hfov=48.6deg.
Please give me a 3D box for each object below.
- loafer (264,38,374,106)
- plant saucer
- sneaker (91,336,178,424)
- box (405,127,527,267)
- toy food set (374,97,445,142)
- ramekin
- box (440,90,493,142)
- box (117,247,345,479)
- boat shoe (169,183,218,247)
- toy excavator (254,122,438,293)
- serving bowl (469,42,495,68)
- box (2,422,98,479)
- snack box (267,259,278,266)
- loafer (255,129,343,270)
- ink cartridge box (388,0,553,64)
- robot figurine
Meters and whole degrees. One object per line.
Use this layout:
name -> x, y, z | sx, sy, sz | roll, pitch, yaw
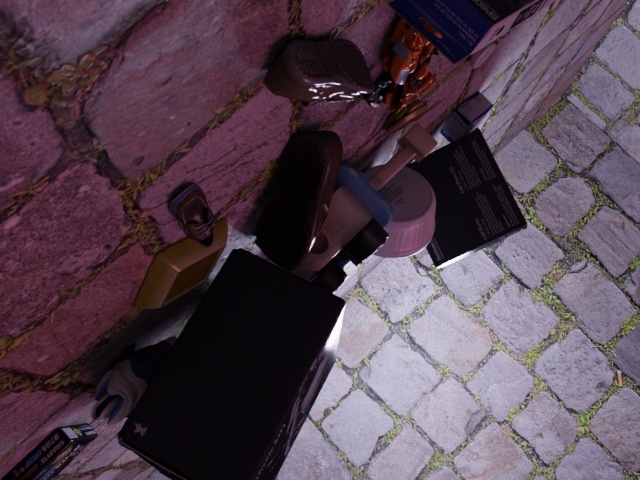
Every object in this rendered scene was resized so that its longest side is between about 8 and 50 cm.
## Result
loafer -> -0.001, -0.264, 1.123 | 0.087, 0.095, 0.251 | -22, 173, 34
plant saucer -> -0.268, 0.057, 1.415 | 0.188, 0.045, 0.188 | -33, 164, -45
sneaker -> -0.454, 0.362, 1.692 | 0.236, 0.130, 0.323 | -28, 163, -38
box -> 0.447, -0.129, 2.278 | 0.312, 0.344, 0.179 | -26, 172, 14
toy food set -> 0.214, -0.313, 1.768 | 0.192, 0.039, 0.132 | -32, 180, -40
ramekin -> 0.197, -0.093, 1.967 | 0.272, 0.273, 0.127 | -38, 156, -29
box -> 0.474, -0.394, 2.300 | 0.126, 0.072, 0.137 | -39, 167, -27
box -> -0.179, 0.354, 1.652 | 0.480, 0.297, 0.472 | -61, 168, -23
boat shoe -> -0.208, -0.038, 1.221 | 0.066, 0.066, 0.183 | -42, 169, -11
toy excavator -> 0.090, -0.101, 1.766 | 0.433, 0.222, 0.445 | -45, -179, 22
serving bowl -> 0.423, -0.494, 1.873 | 0.083, 0.027, 0.083 | -42, 168, -11
box -> -0.676, 0.548, 1.752 | 0.220, 0.051, 0.175 | -43, 169, -5
snack box -> -0.144, 0.116, 1.998 | 0.207, 0.070, 0.174 | -41, 169, -22
loafer -> -0.027, -0.080, 1.484 | 0.130, 0.133, 0.366 | -40, 163, -44
ink cartridge box -> 0.285, -0.438, 1.245 | 0.332, 0.165, 0.065 | -38, 167, -33
robot figurine -> 0.187, -0.359, 1.391 | 0.211, 0.085, 0.291 | -38, 167, -21
